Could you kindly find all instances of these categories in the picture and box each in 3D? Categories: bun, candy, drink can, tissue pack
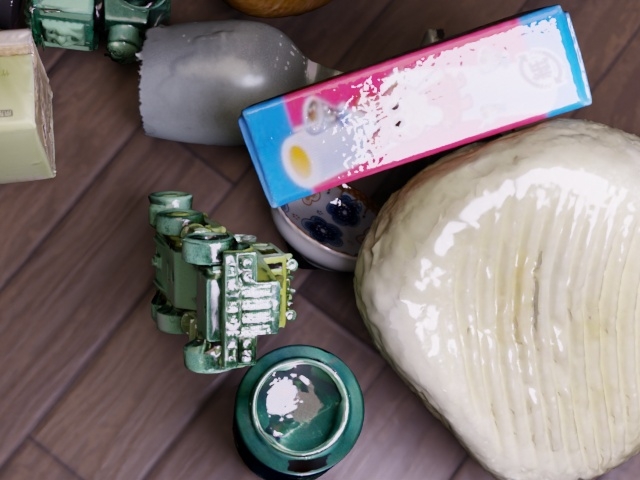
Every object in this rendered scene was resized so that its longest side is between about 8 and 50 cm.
[{"bbox_3d":[0.204,0.047,1.190,0.352,0.227,0.349,-3,110,-7],"label":"bun"},{"bbox_3d":[0.082,-0.126,1.164,0.305,0.157,0.100,-18,98,1],"label":"candy"},{"bbox_3d":[-0.025,0.168,1.170,0.118,0.205,0.118,1,75,-4],"label":"drink can"},{"bbox_3d":[-0.392,-0.123,1.249,0.234,0.159,0.125,-6,74,-7],"label":"tissue pack"}]

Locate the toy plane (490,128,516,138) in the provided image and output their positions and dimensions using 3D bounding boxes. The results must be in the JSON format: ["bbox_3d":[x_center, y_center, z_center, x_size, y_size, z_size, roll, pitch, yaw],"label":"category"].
[{"bbox_3d":[0.225,-0.082,1.344,0.037,0.060,0.145,-37,64,-14],"label":"toy plane"}]

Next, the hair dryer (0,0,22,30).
[{"bbox_3d":[-0.343,-0.346,1.273,0.114,0.070,0.248,12,84,-14],"label":"hair dryer"}]

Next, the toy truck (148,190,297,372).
[{"bbox_3d":[-0.085,0.031,1.174,0.135,0.259,0.128,-2,101,-13],"label":"toy truck"}]

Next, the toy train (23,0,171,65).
[{"bbox_3d":[-0.232,-0.324,1.348,0.154,0.115,0.270,6,74,-9],"label":"toy train"}]

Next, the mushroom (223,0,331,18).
[{"bbox_3d":[-0.020,-0.407,1.299,0.345,0.259,0.346,4,83,-42],"label":"mushroom"}]

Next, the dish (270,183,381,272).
[{"bbox_3d":[0.000,0.000,1.294,0.141,0.078,0.141,21,32,-14],"label":"dish"}]

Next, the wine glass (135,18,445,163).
[{"bbox_3d":[-0.029,-0.160,1.302,0.321,0.143,0.143,3,73,-4],"label":"wine glass"}]
